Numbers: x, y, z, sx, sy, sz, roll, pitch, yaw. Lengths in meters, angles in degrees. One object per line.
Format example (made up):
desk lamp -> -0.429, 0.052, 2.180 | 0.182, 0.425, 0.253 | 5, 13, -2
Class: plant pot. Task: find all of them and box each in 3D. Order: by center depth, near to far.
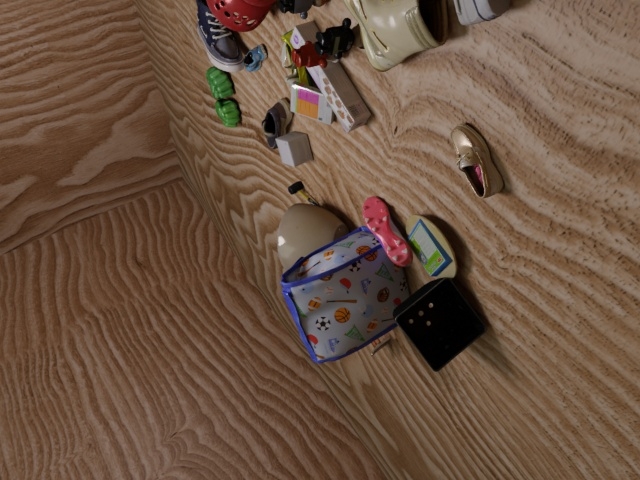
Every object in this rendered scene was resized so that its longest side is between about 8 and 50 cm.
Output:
plant pot -> 0.313, 0.222, 1.187 | 0.188, 0.187, 0.167 | 52, 175, -5
plant pot -> -0.222, -0.739, 1.211 | 0.174, 0.191, 0.191 | -4, 113, 61
plant pot -> 0.000, 0.000, 1.557 | 0.191, 0.284, 0.284 | 1, 122, 32

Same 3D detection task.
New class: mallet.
mallet -> -0.048, -0.179, 1.707 | 0.190, 0.062, 0.039 | 35, 151, 20

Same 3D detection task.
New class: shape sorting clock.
shape sorting clock -> 0.306, 0.019, 1.155 | 0.206, 0.040, 0.206 | 59, 167, 23

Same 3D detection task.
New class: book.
book -> -0.024, -0.426, 1.288 | 0.144, 0.035, 0.096 | 26, 145, 15

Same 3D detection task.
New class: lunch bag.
lunch bag -> 0.078, 0.179, 1.385 | 0.239, 0.385, 0.327 | 19, 134, 59

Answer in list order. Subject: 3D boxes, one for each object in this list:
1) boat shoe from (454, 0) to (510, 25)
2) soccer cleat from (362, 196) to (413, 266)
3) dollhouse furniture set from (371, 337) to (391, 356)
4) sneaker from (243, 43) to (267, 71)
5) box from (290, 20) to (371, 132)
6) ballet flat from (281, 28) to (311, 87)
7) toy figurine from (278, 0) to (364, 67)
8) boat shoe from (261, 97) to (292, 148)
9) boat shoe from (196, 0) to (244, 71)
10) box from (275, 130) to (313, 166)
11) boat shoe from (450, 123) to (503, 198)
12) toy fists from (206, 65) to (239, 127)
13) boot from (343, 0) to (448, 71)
boat shoe -> 0.229, -0.488, 0.668 | 0.088, 0.096, 0.267 | 12, 135, 56
soccer cleat -> 0.204, -0.025, 1.268 | 0.248, 0.083, 0.095 | 62, -169, 29
dollhouse furniture set -> 0.188, 0.307, 1.690 | 0.262, 0.135, 0.259 | 52, 167, 22
sneaker -> -0.254, -0.663, 1.520 | 0.063, 0.073, 0.162 | 65, 159, -8
box -> 0.027, -0.459, 1.168 | 0.324, 0.067, 0.063 | 58, 158, 5
ballet flat -> -0.079, -0.530, 1.292 | 0.077, 0.077, 0.231 | 47, 155, 42
toy figurine -> 0.012, -0.541, 1.013 | 0.213, 0.148, 0.209 | 15, 124, 64
boat shoe -> -0.183, -0.438, 1.605 | 0.103, 0.092, 0.285 | 59, 158, 5
boat shoe -> -0.392, -0.795, 1.580 | 0.340, 0.127, 0.158 | 54, 156, 26
box -> -0.098, -0.340, 1.543 | 0.102, 0.087, 0.101 | 30, 142, 52
boat shoe -> 0.321, -0.166, 0.880 | 0.170, 0.059, 0.063 | 60, 158, 4
toy fists -> -0.450, -0.659, 1.923 | 0.142, 0.096, 0.279 | 38, 147, 43
boot -> 0.142, -0.492, 0.835 | 0.203, 0.095, 0.262 | 14, 130, 62
